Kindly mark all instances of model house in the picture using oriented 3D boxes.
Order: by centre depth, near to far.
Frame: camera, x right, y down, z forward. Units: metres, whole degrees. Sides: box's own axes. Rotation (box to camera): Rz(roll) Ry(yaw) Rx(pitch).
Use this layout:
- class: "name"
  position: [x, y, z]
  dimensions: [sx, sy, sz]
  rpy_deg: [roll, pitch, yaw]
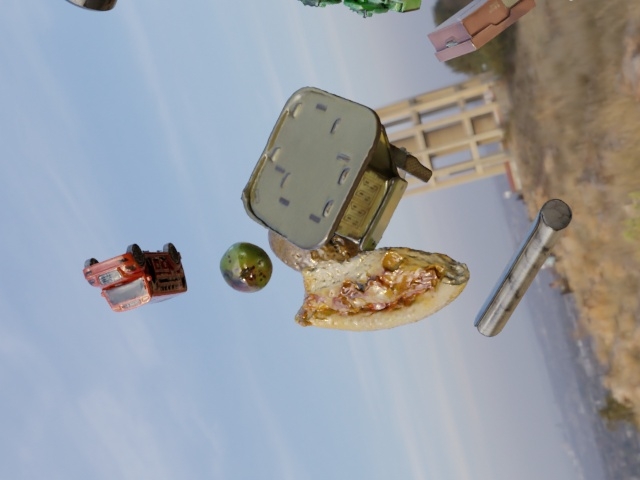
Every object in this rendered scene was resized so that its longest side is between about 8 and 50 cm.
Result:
- class: "model house"
  position: [0.063, -0.071, 1.323]
  dimensions: [0.279, 0.218, 0.205]
  rpy_deg: [24, -174, -46]

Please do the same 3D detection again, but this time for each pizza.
- class: "pizza"
  position: [0.079, 0.084, 1.422]
  dimensions: [0.182, 0.365, 0.074]
  rpy_deg: [41, -130, -41]

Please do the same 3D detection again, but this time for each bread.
- class: "bread"
  position: [0.000, 0.000, 1.944]
  dimensions: [0.230, 0.230, 0.123]
  rpy_deg: [-70, 4, -70]

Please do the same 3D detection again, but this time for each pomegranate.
- class: "pomegranate"
  position: [-0.222, 0.088, 2.553]
  dimensions: [0.220, 0.156, 0.156]
  rpy_deg: [127, 134, -70]

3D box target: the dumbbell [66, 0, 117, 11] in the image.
- class: "dumbbell"
  position: [-0.454, -0.593, 1.769]
  dimensions: [0.152, 0.218, 0.152]
  rpy_deg: [23, -148, -15]

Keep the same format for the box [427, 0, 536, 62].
- class: "box"
  position: [0.410, -0.568, 2.253]
  dimensions: [0.086, 0.215, 0.215]
  rpy_deg: [56, 167, -12]

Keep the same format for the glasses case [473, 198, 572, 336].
- class: "glasses case"
  position: [0.393, 0.058, 1.699]
  dimensions: [0.114, 0.060, 0.299]
  rpy_deg: [-42, -20, -49]

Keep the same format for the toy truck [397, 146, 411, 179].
- class: "toy truck"
  position: [0.147, -0.143, 2.298]
  dimensions: [0.108, 0.140, 0.256]
  rpy_deg: [-36, -32, -55]

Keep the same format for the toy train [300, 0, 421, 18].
- class: "toy train"
  position: [0.072, -0.492, 1.608]
  dimensions: [0.188, 0.243, 0.132]
  rpy_deg: [-33, -42, -57]

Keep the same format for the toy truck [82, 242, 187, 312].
- class: "toy truck"
  position: [-0.351, 0.073, 1.688]
  dimensions: [0.253, 0.107, 0.114]
  rpy_deg: [-3, -106, -77]
